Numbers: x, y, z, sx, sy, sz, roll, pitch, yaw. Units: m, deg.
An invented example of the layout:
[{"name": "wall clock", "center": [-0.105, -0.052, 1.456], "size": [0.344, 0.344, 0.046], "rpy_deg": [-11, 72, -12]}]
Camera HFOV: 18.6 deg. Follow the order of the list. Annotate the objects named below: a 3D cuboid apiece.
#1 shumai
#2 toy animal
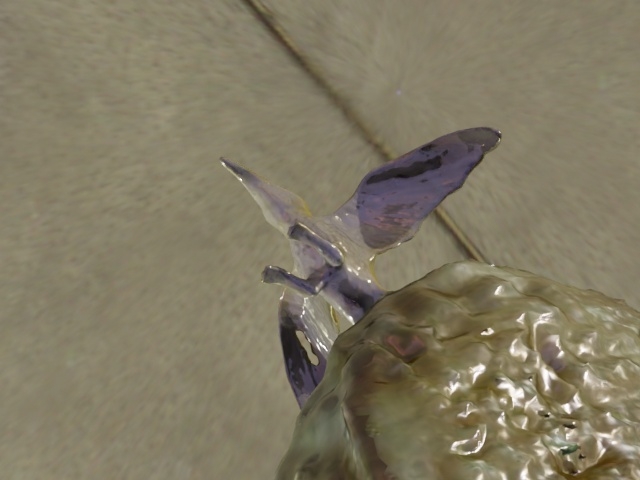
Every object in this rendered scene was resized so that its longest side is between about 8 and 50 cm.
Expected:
[{"name": "shumai", "center": [0.100, 0.237, 0.953], "size": [0.323, 0.324, 0.397], "rpy_deg": [-55, 50, 32]}, {"name": "toy animal", "center": [0.000, 0.000, 1.118], "size": [0.155, 0.095, 0.219], "rpy_deg": [36, 105, 1]}]
